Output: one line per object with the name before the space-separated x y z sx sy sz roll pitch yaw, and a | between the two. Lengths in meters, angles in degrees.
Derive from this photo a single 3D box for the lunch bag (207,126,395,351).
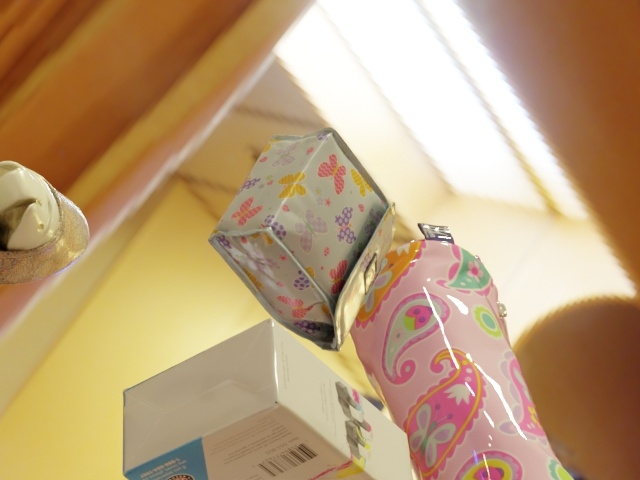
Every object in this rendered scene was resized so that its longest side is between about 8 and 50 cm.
lunch bag | 0.000 0.000 0.830 0.053 0.071 0.083 -3 -46 42

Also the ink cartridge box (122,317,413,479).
ink cartridge box | -0.017 0.130 1.014 0.104 0.061 0.181 -26 -45 21

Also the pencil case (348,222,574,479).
pencil case | 0.105 0.127 1.232 0.124 0.124 0.284 59 8 -50

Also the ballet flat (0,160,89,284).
ballet flat | -0.304 -0.021 1.511 0.106 0.316 0.107 -39 -112 39
